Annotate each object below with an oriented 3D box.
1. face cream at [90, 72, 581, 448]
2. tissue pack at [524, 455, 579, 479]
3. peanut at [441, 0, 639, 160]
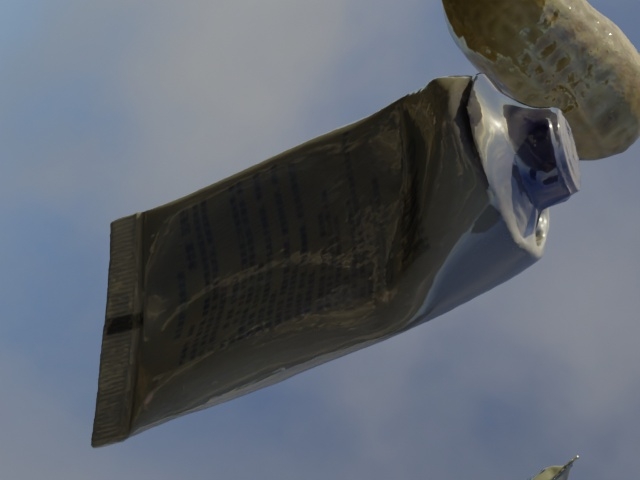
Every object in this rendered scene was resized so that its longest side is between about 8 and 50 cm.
[{"bbox_3d":[0.000,0.000,1.254,0.420,0.137,0.235,-21,-133,22],"label":"face cream"},{"bbox_3d":[0.107,0.223,1.187,0.122,0.026,0.193,-33,169,-32],"label":"tissue pack"},{"bbox_3d":[0.195,-0.179,1.477,0.122,0.253,0.137,-45,-162,11],"label":"peanut"}]
